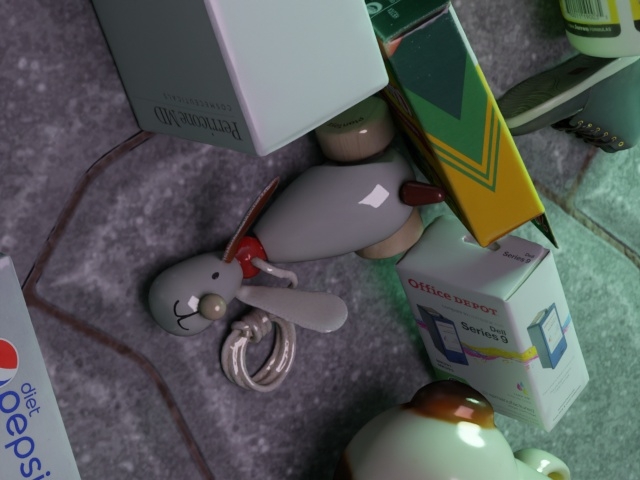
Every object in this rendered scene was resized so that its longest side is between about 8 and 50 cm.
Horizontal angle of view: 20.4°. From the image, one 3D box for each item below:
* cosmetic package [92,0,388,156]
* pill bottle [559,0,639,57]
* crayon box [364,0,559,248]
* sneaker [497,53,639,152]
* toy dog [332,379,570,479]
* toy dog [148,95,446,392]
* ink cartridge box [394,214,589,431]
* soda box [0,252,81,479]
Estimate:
[{"bbox_3d":[-0.124,-0.321,1.610,0.161,0.230,0.453,-32,115,-27],"label":"cosmetic package"},{"bbox_3d":[0.332,-0.385,1.954,0.188,0.188,0.334,-28,115,-29],"label":"pill bottle"},{"bbox_3d":[0.125,-0.132,1.828,0.081,0.202,0.318,-31,123,-2],"label":"crayon box"},{"bbox_3d":[0.298,-0.139,2.044,0.222,0.083,0.118,-28,115,-30],"label":"sneaker"},{"bbox_3d":[0.187,0.346,1.899,0.408,0.395,0.284,40,88,-1],"label":"toy dog"},{"bbox_3d":[0.000,0.000,1.805,0.220,0.161,0.334,46,72,-33],"label":"toy dog"},{"bbox_3d":[0.187,0.089,1.932,0.093,0.154,0.212,-47,136,-29],"label":"ink cartridge box"},{"bbox_3d":[-0.306,0.150,1.654,0.098,0.091,0.286,-26,113,-28],"label":"soda box"}]
